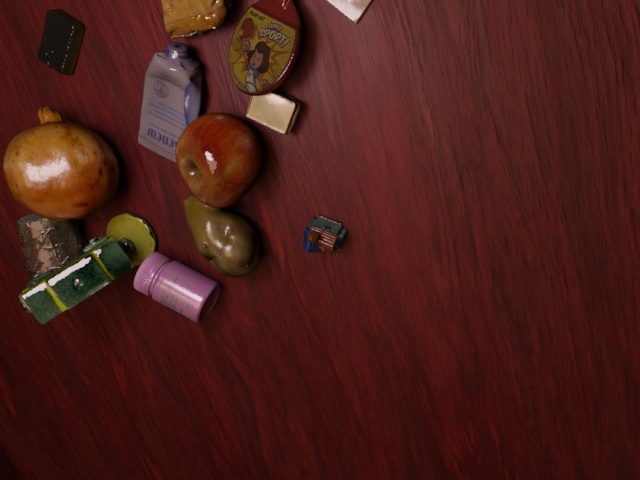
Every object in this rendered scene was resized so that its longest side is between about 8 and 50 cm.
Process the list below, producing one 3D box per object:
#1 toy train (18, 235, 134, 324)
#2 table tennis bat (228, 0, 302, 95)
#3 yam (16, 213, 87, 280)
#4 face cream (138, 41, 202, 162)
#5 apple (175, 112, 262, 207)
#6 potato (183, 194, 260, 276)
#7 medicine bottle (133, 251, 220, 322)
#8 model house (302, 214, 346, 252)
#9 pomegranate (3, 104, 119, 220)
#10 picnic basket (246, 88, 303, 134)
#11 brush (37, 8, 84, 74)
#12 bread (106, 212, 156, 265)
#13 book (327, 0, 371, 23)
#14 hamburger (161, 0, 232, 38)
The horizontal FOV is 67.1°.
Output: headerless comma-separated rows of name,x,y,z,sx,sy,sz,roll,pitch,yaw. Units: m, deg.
toy train,-0.897,0.137,1.793,0.442,0.272,0.179,-35,109,-18
table tennis bat,-0.148,-0.641,1.466,0.268,0.051,0.415,38,109,27
yam,-1.069,0.044,1.962,0.240,0.241,0.349,-4,106,19
face cream,-0.514,-0.470,1.667,0.234,0.137,0.421,26,127,5
apple,-0.323,-0.273,1.599,0.301,0.301,0.302,6,112,15
potato,-0.355,-0.023,1.727,0.202,0.218,0.351,-42,91,-12
medicine bottle,-0.554,0.181,1.878,0.290,0.178,0.178,25,116,6
model house,0.000,0.000,1.650,0.148,0.149,0.120,22,116,11
pomegranate,-0.925,-0.274,1.723,0.409,0.410,0.411,6,112,15
picnic basket,-0.149,-0.428,1.569,0.164,0.079,0.115,28,115,5
brush,-0.926,-0.704,1.716,0.123,0.059,0.197,33,116,5
bread,-0.762,-0.007,1.951,0.228,0.033,0.229,6,113,14
book,0.067,-0.753,1.409,0.198,0.016,0.138,40,117,-1
hamburger,-0.362,-0.755,1.450,0.208,0.162,0.330,16,137,2
